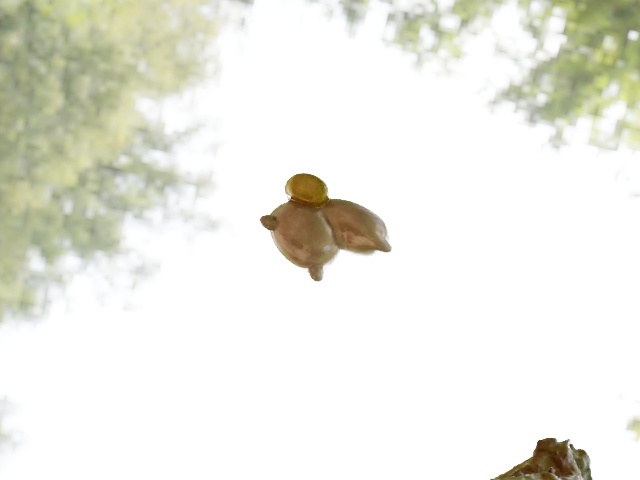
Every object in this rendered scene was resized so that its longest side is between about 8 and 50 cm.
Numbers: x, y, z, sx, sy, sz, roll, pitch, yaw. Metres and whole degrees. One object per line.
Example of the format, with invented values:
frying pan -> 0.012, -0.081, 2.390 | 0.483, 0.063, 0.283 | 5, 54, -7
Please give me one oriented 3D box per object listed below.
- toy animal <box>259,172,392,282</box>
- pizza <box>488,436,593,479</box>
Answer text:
toy animal -> 0.000, 0.000, 1.604 | 0.082, 0.114, 0.091 | -61, -176, -21
pizza -> 0.086, 0.236, 1.348 | 0.074, 0.365, 0.182 | 58, -28, 10
